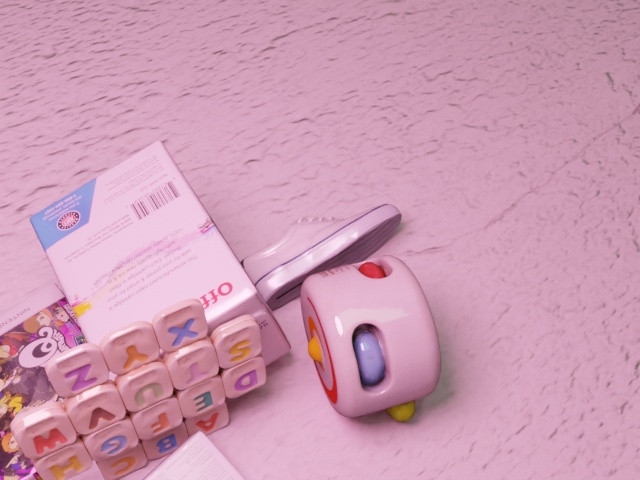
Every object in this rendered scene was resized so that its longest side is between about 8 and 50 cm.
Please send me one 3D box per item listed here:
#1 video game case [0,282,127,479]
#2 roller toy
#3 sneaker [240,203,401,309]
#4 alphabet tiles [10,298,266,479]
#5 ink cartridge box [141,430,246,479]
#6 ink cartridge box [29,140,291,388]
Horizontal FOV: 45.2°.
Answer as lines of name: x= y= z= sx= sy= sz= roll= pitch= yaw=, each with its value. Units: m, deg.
video game case: x=-0.379 y=0.193 z=1.007 sx=0.210 sy=0.041 sz=0.232 roll=-35 pitch=63 yaw=-23
roller toy: x=0.053 y=0.121 z=0.987 sx=0.146 sy=0.191 sz=0.209 roll=-14 pitch=57 yaw=-11
sneaker: x=0.000 y=0.000 z=1.131 sx=0.258 sy=0.094 sz=0.091 roll=-28 pitch=65 yaw=-20
alphabet tiles: x=-0.194 y=0.183 z=0.877 sx=0.284 sy=0.278 sz=0.021 roll=-23 pitch=53 yaw=-19
ink cartridge box: x=-0.139 y=0.373 z=0.898 sx=0.189 sy=0.066 sz=0.232 roll=-40 pitch=86 yaw=-27
ink cartridge box: x=-0.201 y=0.059 z=0.994 sx=0.198 sy=0.197 sz=0.270 roll=-32 pitch=61 yaw=-6
